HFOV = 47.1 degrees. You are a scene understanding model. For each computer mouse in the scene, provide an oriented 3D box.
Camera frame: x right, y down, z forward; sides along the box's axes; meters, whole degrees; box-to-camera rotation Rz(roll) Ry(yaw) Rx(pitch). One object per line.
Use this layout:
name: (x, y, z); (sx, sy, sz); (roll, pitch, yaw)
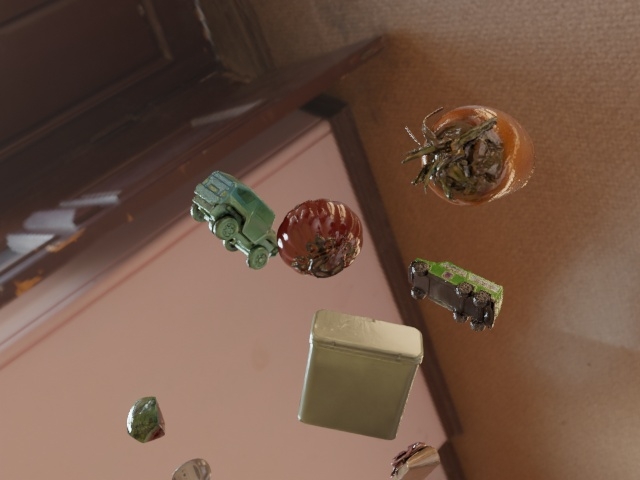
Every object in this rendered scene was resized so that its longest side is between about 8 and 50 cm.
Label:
computer mouse: (-0.279, 0.516, 1.608); (0.096, 0.039, 0.066); (-34, 71, 20)

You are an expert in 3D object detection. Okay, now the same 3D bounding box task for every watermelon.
watermelon: (-0.350, 0.361, 1.492); (0.084, 0.092, 0.072); (22, 176, 20)

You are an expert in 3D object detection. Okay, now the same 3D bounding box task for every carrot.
carrot: (0.297, -0.169, 1.428); (0.193, 0.331, 0.214); (-17, 93, 30)

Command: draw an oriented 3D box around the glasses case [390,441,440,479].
glasses case: (0.211, 0.532, 1.765); (0.193, 0.102, 0.070); (99, 161, -60)

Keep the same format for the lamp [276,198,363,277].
lamp: (0.000, 0.000, 1.878); (0.226, 0.227, 0.227); (35, 148, 26)

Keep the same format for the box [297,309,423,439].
box: (0.117, 0.434, 2.342); (0.351, 0.177, 0.344); (11, 114, -1)

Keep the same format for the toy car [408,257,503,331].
toy car: (0.220, 0.080, 1.203); (0.165, 0.062, 0.071); (27, 140, 31)

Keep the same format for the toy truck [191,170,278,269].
toy truck: (-0.216, -0.052, 1.953); (0.155, 0.156, 0.279); (34, 171, 45)
